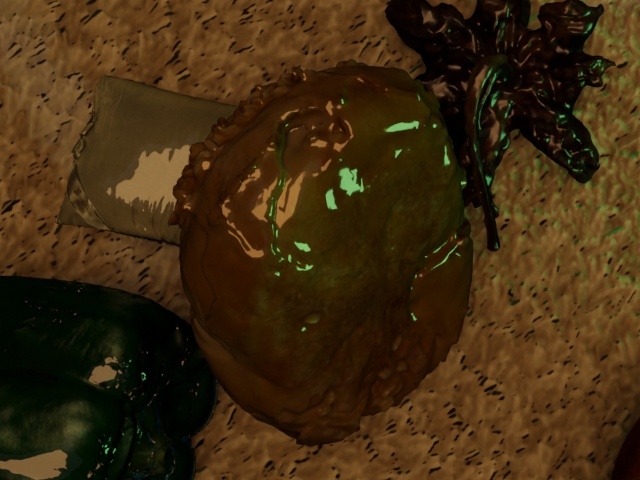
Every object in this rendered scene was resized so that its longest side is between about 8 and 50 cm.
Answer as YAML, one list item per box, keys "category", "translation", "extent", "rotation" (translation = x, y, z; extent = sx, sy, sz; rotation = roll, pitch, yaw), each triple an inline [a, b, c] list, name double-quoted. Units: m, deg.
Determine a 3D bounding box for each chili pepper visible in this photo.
- category: "chili pepper"
  translation: [-0.227, 0.139, 1.010]
  extent: [0.257, 0.248, 0.233]
  rotation: [13, 63, 9]

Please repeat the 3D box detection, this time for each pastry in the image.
- category: "pastry"
  translation: [0.000, 0.000, 0.974]
  extent: [0.255, 0.310, 0.162]
  rotation: [-33, 44, -27]

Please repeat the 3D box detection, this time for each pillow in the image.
- category: "pillow"
  translation: [-0.116, -0.057, 1.073]
  extent: [0.181, 0.078, 0.134]
  rotation: [15, 91, 2]

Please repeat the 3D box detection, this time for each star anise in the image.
- category: "star anise"
  translation: [0.146, -0.132, 1.035]
  extent: [0.190, 0.126, 0.220]
  rotation: [-39, 84, -1]

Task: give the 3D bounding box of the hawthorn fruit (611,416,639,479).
- category: "hawthorn fruit"
  translation: [0.353, 0.199, 0.948]
  extent: [0.295, 0.295, 0.311]
  rotation: [17, 56, 4]
